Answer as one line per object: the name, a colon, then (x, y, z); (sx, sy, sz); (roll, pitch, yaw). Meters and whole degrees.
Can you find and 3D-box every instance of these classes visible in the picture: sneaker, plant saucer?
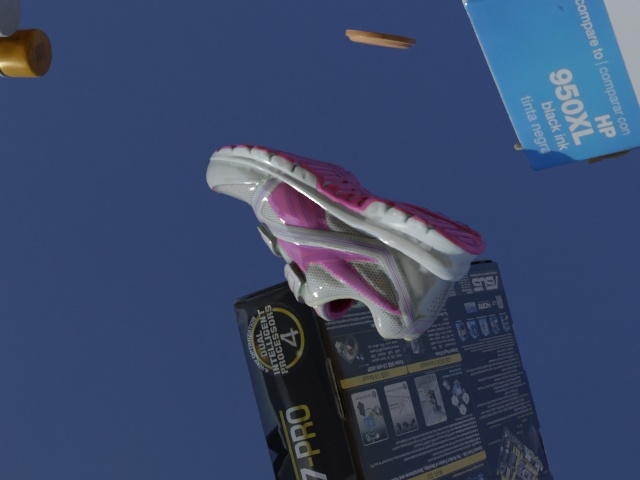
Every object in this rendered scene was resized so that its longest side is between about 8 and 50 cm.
sneaker: (0.000, 0.000, 1.029); (0.252, 0.103, 0.111); (27, -80, 34)
plant saucer: (0.071, -0.236, 1.538); (0.083, 0.083, 0.013); (8, -82, -6)

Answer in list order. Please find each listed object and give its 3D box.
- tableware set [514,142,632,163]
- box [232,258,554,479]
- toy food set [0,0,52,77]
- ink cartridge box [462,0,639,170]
tableware set: (0.281, -0.155, 1.408); (0.141, 0.020, 0.169); (-2, -119, 27)
box: (0.096, 0.185, 1.275); (0.395, 0.097, 0.318); (-4, -104, -58)
toy food set: (-0.280, -0.248, 1.049); (0.104, 0.111, 0.232); (4, -82, 20)
ink cartridge box: (0.322, -0.231, 0.940); (0.395, 0.166, 0.285); (-13, -145, 23)
